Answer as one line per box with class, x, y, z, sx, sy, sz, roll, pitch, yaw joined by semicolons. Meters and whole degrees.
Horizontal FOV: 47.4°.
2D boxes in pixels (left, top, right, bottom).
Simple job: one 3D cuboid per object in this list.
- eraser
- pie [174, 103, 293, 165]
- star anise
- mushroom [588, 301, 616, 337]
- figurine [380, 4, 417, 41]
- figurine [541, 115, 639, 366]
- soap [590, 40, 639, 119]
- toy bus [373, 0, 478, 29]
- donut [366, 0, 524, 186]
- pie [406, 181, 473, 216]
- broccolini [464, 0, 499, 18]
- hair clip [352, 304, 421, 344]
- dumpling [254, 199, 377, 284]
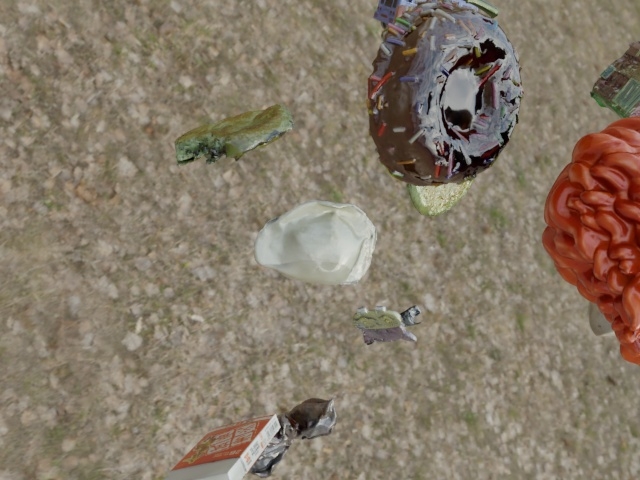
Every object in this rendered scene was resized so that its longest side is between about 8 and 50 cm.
eraser;-0.187;0.406;1.372;0.038;0.157;0.230;70;21;-6
pie;-0.220;-0.271;1.875;0.296;0.371;0.078;-31;113;-26
star anise;-0.083;0.438;1.627;0.257;0.198;0.111;-24;65;-10
mushroom;0.525;0.102;1.281;0.088;0.097;0.212;29;37;15
figurine;0.230;-0.338;1.459;0.161;0.158;0.276;-1;70;-54
figurine;0.471;0.020;0.857;0.411;0.241;0.306;17;60;8
soap;0.739;-0.347;1.682;0.098;0.218;0.273;39;20;-18
toy bus;0.290;-0.558;1.812;0.292;0.133;0.125;4;23;-26
donut;0.158;-0.175;0.888;0.235;0.089;0.235;-12;110;-36
pie;0.314;-0.196;1.866;0.277;0.078;0.277;-23;127;-33
broccolini;0.175;-0.356;1.035;0.218;0.044;0.042;17;35;-34
hair clip;0.173;0.217;1.911;0.146;0.187;0.056;57;27;-37
dumpling;-0.003;-0.001;2.097;0.341;0.260;0.181;19;20;-1
